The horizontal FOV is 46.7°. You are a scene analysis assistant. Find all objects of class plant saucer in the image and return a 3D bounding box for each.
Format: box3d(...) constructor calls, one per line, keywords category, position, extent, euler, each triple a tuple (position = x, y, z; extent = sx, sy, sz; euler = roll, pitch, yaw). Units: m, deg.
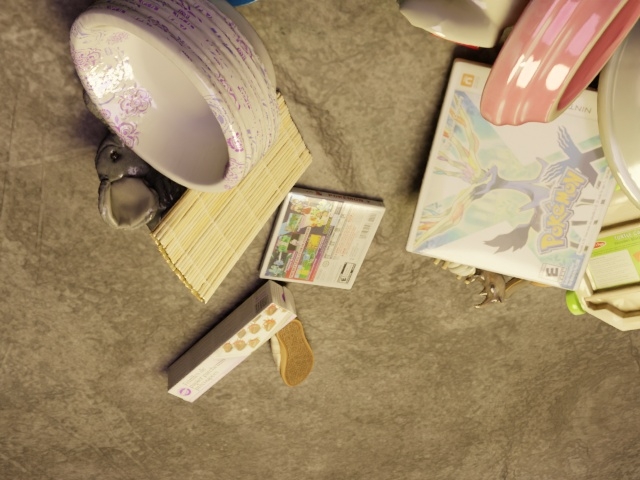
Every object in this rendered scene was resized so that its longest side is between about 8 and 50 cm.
box3d(category="plant saucer", position=(0.607, -0.209, 1.110), extent=(0.400, 0.100, 0.401), euler=(-2, 96, -20))
box3d(category="plant saucer", position=(0.338, -0.277, 0.953), extent=(0.084, 0.332, 0.332), euler=(38, 124, 15))

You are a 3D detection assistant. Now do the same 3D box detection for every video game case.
box3d(category="video game case", position=(0.000, 0.000, 1.344), extent=(0.183, 0.023, 0.201), euler=(8, 128, -17))
box3d(category="video game case", position=(0.321, -0.100, 1.203), extent=(0.299, 0.036, 0.329), euler=(13, 112, 3))

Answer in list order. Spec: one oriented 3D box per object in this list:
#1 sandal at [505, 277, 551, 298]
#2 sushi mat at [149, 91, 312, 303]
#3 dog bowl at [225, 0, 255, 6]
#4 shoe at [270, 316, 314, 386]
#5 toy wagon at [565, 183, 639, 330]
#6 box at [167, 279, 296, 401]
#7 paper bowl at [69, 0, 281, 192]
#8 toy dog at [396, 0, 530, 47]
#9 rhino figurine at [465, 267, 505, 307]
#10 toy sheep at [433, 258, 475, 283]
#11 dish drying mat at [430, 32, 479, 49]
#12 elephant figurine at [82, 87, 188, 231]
box3d(category="sandal", position=(0.415, 0.061, 1.364), extent=(0.090, 0.060, 0.219), euler=(-25, 165, -44))
box3d(category="sushi mat", position=(-0.123, -0.069, 1.125), extent=(0.019, 0.317, 0.151), euler=(12, 146, 38))
box3d(category="dog bowl", position=(-0.118, -0.448, 0.921), extent=(0.165, 0.074, 0.297), euler=(-1, 129, -10))
box3d(category="shoe", position=(-0.061, 0.211, 1.490), extent=(0.076, 0.058, 0.219), euler=(-24, 137, -18))
box3d(category="toy wagon", position=(0.547, -0.003, 1.343), extent=(0.267, 0.068, 0.345), euler=(-17, 101, 40))
box3d(category="box", position=(-0.176, 0.199, 1.433), extent=(0.063, 0.067, 0.324), euler=(32, 120, -32))
box3d(category="paper bowl", position=(-0.172, -0.211, 0.968), extent=(0.148, 0.284, 0.284), euler=(-49, 136, -27))
box3d(category="toy dog", position=(0.252, -0.454, 0.860), extent=(0.395, 0.285, 0.408), euler=(5, 129, -31))
box3d(category="rhino figurine", position=(0.334, 0.016, 1.315), extent=(0.106, 0.073, 0.243), euler=(32, 82, -1))
box3d(category="toy sheep", position=(0.268, 0.027, 1.376), extent=(0.132, 0.091, 0.091), euler=(31, 117, -26))
box3d(category="dish drying mat", position=(0.212, -0.317, 1.133), extent=(0.083, 0.008, 0.032), euler=(12, 127, -20))
box3d(category="elephant figurine", position=(-0.278, -0.096, 1.149), extent=(0.239, 0.186, 0.169), euler=(21, 166, -13))
